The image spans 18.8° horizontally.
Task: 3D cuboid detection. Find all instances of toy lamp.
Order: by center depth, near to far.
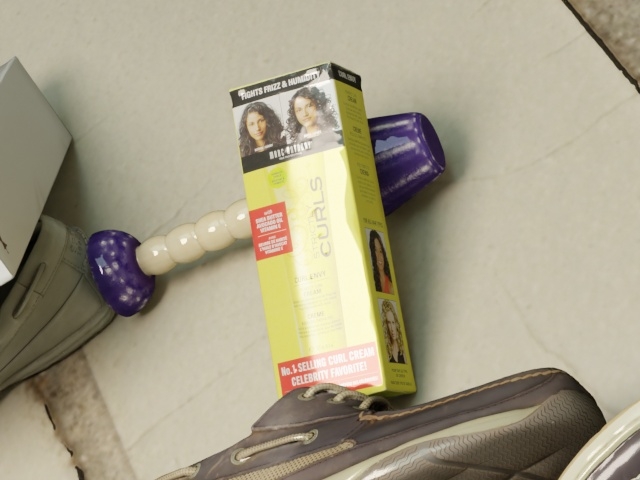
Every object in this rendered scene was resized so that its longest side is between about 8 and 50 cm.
[{"bbox_3d":[-0.039,-0.021,1.432,0.275,0.080,0.080,-24,48,19],"label":"toy lamp"}]

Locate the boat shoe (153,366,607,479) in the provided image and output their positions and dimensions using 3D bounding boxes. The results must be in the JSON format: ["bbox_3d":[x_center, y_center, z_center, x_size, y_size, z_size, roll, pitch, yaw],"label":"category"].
[{"bbox_3d":[0.007,0.150,1.238,0.355,0.132,0.130,-24,48,14],"label":"boat shoe"}]

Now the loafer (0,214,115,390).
[{"bbox_3d":[-0.304,0.096,1.485,0.319,0.111,0.112,-40,46,0],"label":"loafer"}]

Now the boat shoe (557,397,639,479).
[{"bbox_3d":[0.266,0.121,1.119,0.285,0.103,0.092,-28,42,3],"label":"boat shoe"}]

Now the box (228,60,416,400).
[{"bbox_3d":[0.000,0.000,1.339,0.087,0.058,0.232,-13,79,23],"label":"box"}]

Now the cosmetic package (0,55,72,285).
[{"bbox_3d":[-0.347,0.006,1.473,0.284,0.097,0.377,-29,16,8],"label":"cosmetic package"}]
